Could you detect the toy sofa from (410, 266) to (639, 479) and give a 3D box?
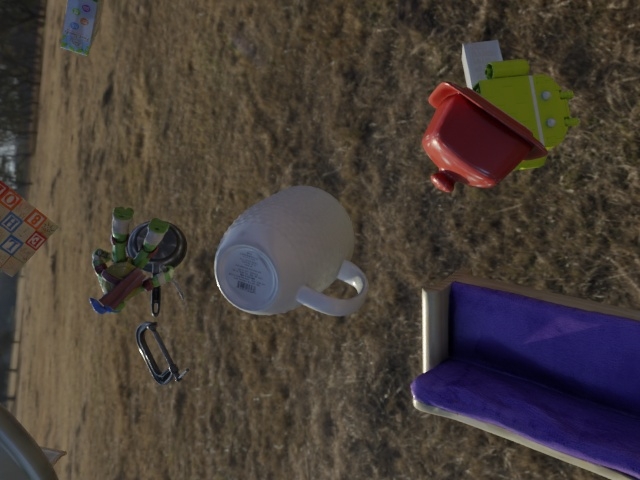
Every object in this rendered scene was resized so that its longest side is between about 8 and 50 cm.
[{"bbox_3d":[0.294,0.155,0.666,0.362,0.177,0.150,12,114,39],"label":"toy sofa"}]

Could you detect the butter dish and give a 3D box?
[{"bbox_3d":[0.193,-0.119,0.724,0.118,0.159,0.160,-56,0,6],"label":"butter dish"}]

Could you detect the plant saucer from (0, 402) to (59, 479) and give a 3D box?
[{"bbox_3d":[-0.515,0.252,0.672,0.400,0.400,0.101,-52,3,43],"label":"plant saucer"}]

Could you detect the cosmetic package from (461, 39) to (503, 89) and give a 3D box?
[{"bbox_3d":[0.446,-0.444,1.464,0.061,0.098,0.239,79,-168,-53],"label":"cosmetic package"}]

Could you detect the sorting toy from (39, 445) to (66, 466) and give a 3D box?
[{"bbox_3d":[-0.670,0.485,1.114,0.208,0.192,0.038,-49,-41,-63],"label":"sorting toy"}]

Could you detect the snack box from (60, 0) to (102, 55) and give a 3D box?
[{"bbox_3d":[-0.560,-0.581,1.299,0.207,0.070,0.175,-59,28,35],"label":"snack box"}]

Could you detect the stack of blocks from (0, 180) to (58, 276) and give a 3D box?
[{"bbox_3d":[-0.814,-0.064,1.306,0.087,0.297,0.171,25,69,34],"label":"stack of blocks"}]

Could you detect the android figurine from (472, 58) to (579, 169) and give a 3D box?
[{"bbox_3d":[0.439,-0.278,1.201,0.056,0.272,0.249,129,135,-82],"label":"android figurine"}]

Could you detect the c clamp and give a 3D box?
[{"bbox_3d":[-0.333,0.232,1.126,0.161,0.022,0.137,54,131,17],"label":"c clamp"}]

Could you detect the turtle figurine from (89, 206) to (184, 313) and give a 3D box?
[{"bbox_3d":[-0.484,0.042,1.409,0.197,0.274,0.267,35,117,21],"label":"turtle figurine"}]

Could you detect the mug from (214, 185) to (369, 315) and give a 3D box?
[{"bbox_3d":[-0.056,0.056,1.302,0.373,0.328,0.276,29,116,13],"label":"mug"}]

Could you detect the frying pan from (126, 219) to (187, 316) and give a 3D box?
[{"bbox_3d":[-0.562,0.067,1.771,0.053,0.197,0.326,120,169,-58],"label":"frying pan"}]
